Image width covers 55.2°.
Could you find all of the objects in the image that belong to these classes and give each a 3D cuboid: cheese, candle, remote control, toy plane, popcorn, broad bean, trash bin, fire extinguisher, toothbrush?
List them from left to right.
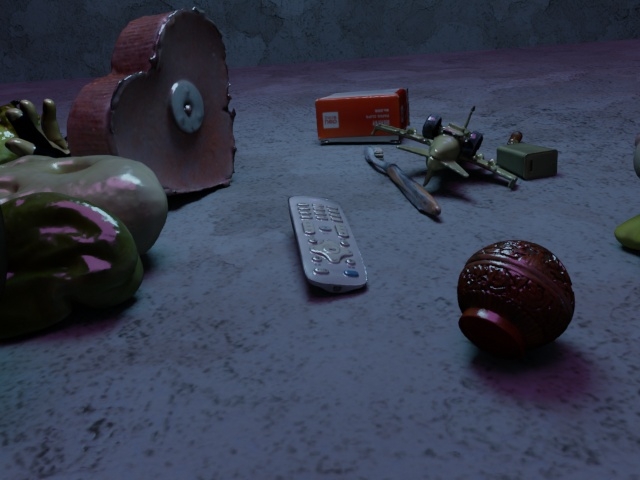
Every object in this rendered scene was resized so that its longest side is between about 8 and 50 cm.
[{"bbox_3d":[-0.400,-0.016,0.748,0.350,0.130,0.328,10,24,35],"label":"cheese"},{"bbox_3d":[-0.641,-0.186,1.204,0.195,0.174,0.168,-28,9,-27],"label":"popcorn"},{"bbox_3d":[-0.297,0.024,0.648,0.206,0.153,0.072,-6,-23,-13],"label":"broad bean"},{"bbox_3d":[-0.249,-0.199,1.002,0.131,0.287,0.317,4,62,32],"label":"candle"},{"bbox_3d":[0.000,0.000,0.752,0.073,0.044,0.229,7,28,-14],"label":"remote control"},{"bbox_3d":[0.125,-0.106,0.999,0.037,0.028,0.375,0,21,-10],"label":"toothbrush"},{"bbox_3d":[0.213,-0.154,1.009,0.241,0.104,0.256,24,33,16],"label":"toy plane"},{"bbox_3d":[0.368,-0.186,1.156,0.028,0.022,0.083,33,32,8],"label":"fire extinguisher"},{"bbox_3d":[0.337,-0.135,1.010,0.060,0.043,0.092,-10,22,-13],"label":"trash bin"}]

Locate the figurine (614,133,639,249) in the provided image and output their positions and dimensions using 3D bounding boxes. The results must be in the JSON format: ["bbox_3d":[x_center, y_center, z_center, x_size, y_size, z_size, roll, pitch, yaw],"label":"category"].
[{"bbox_3d":[0.486,-0.138,0.559,0.266,0.378,0.361,-17,24,-27],"label":"figurine"}]

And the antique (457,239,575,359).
[{"bbox_3d":[0.168,0.047,0.529,0.104,0.104,0.104,-4,22,2],"label":"antique"}]

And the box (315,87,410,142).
[{"bbox_3d":[0.093,-0.264,1.301,0.182,0.099,0.133,0,20,14],"label":"box"}]

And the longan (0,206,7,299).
[{"bbox_3d":[-0.404,0.013,0.466,0.318,0.319,0.319,-4,22,2],"label":"longan"}]

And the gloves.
[{"bbox_3d":[-0.419,-0.171,1.089,0.197,0.153,0.301,1,-3,29],"label":"gloves"}]
